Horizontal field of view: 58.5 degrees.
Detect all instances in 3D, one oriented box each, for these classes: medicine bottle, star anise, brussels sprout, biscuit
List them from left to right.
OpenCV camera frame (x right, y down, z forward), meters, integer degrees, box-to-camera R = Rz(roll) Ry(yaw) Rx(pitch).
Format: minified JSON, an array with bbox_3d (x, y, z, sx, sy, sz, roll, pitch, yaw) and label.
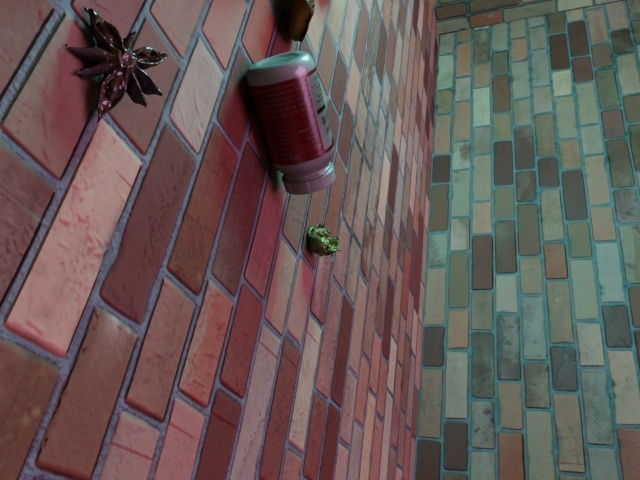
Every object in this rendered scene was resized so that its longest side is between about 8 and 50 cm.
[{"bbox_3d":[-0.246,-0.198,0.683,0.124,0.056,0.129,24,66,-39],"label":"star anise"},{"bbox_3d":[-0.049,-0.222,1.092,0.131,0.131,0.250,-62,142,-54],"label":"medicine bottle"},{"bbox_3d":[-0.026,-0.573,1.240,0.154,0.045,0.299,134,-33,-70],"label":"biscuit"},{"bbox_3d":[0.000,0.000,1.296,0.085,0.058,0.085,27,44,-29],"label":"brussels sprout"}]
